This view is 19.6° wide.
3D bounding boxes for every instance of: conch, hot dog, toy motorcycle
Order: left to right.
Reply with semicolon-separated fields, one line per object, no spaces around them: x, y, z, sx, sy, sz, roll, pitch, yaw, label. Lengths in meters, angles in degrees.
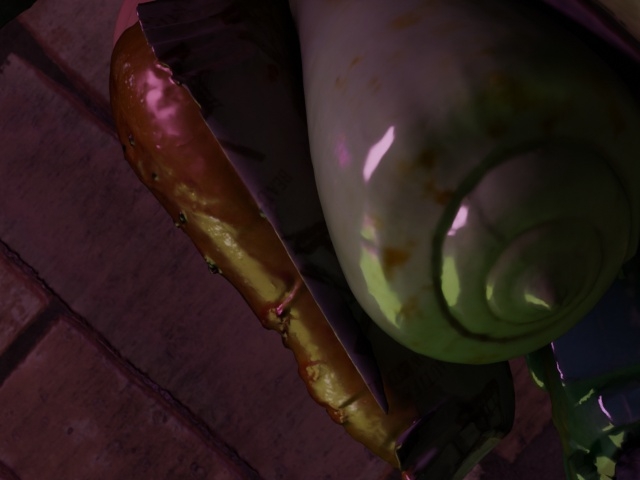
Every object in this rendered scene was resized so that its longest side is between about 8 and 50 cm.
0.000;0.000;0.864;0.270;0.082;0.162;58;-156;-2;hot dog
0.063;-0.047;0.798;0.144;0.137;0.250;-1;-155;-7;conch
0.153;0.062;0.918;0.198;0.109;0.296;57;-162;-60;toy motorcycle

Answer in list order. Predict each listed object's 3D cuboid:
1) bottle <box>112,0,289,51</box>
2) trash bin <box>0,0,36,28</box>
0.008;-0.090;1.246;0.206;0.173;0.297;2;-156;-34;bottle
-0.274;-0.256;0.874;0.296;0.256;0.367;39;-160;-39;trash bin
